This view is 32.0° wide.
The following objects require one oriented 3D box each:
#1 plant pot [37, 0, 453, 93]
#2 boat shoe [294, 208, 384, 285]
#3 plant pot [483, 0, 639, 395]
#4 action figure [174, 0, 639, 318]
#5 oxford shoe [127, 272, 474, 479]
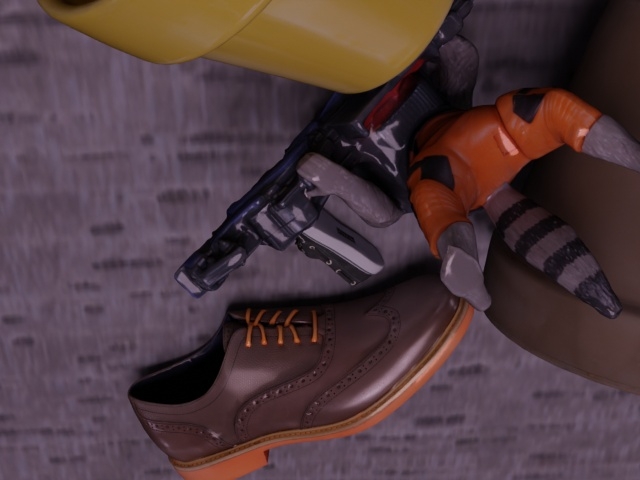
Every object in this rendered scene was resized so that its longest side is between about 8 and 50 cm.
[{"bbox_3d":[-0.036,-0.220,0.780,0.239,0.254,0.254,24,121,-39],"label":"plant pot"},{"bbox_3d":[0.000,0.000,1.050,0.142,0.049,0.040,34,115,-29],"label":"boat shoe"},{"bbox_3d":[0.309,-0.053,0.917,0.323,0.323,0.280,3,109,-9],"label":"plant pot"},{"bbox_3d":[0.068,-0.030,0.868,0.341,0.330,0.178,-44,121,-6],"label":"action figure"},{"bbox_3d":[-0.024,0.118,1.086,0.364,0.130,0.132,-30,119,15],"label":"oxford shoe"}]
